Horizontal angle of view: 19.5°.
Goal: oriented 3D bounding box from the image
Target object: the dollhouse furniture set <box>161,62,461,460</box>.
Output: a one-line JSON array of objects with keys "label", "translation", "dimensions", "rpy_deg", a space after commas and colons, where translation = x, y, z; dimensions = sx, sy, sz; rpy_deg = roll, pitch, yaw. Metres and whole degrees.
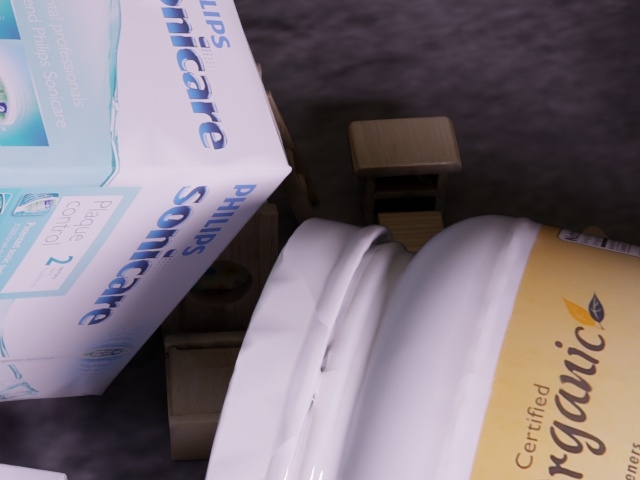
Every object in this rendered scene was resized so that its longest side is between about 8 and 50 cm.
[{"label": "dollhouse furniture set", "translation": [0.000, 0.000, 0.914], "dimensions": [0.161, 0.101, 0.182], "rpy_deg": [-4, 47, -5]}]

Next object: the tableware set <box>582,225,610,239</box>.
[{"label": "tableware set", "translation": [0.143, 0.060, 0.904], "dimensions": [0.128, 0.039, 0.194], "rpy_deg": [-24, 52, -23]}]

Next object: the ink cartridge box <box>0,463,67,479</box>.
[{"label": "ink cartridge box", "translation": [-0.170, 0.148, 0.795], "dimensions": [0.180, 0.060, 0.104], "rpy_deg": [7, 47, 5]}]

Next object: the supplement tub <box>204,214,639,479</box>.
[{"label": "supplement tub", "translation": [0.126, 0.117, 0.719], "dimensions": [0.316, 0.228, 0.228], "rpy_deg": [12, 47, 10]}]

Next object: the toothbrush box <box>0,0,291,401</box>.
[{"label": "toothbrush box", "translation": [-0.197, -0.023, 0.779], "dimensions": [0.295, 0.216, 0.126], "rpy_deg": [-2, 61, -34]}]
